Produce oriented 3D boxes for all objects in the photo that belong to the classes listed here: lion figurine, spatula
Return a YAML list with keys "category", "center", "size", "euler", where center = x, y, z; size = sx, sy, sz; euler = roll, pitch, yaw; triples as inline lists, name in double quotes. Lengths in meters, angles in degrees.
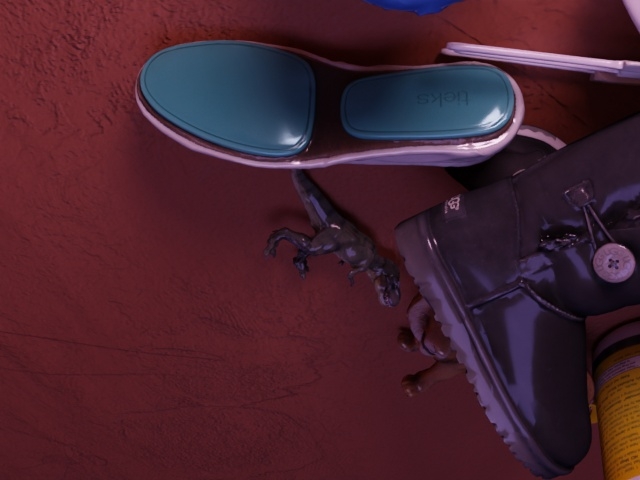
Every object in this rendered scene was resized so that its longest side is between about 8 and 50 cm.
- category: "lion figurine"
  center: [0.261, 0.166, 1.295]
  size: [0.392, 0.142, 0.240]
  euler: [22, 141, -25]
- category: "spatula"
  center: [0.237, -0.167, 0.901]
  size: [0.241, 0.168, 0.019]
  euler: [6, 100, 3]

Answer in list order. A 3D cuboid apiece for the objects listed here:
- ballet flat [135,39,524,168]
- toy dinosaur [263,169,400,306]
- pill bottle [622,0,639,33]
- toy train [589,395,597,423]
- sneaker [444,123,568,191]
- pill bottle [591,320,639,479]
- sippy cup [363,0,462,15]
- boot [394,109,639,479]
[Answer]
- category: "ballet flat"
  center: [0.009, -0.125, 0.983]
  size: [0.400, 0.139, 0.139]
  euler: [4, 141, 8]
- category: "toy dinosaur"
  center: [0.000, 0.000, 1.187]
  size: [0.118, 0.064, 0.268]
  euler: [-24, 130, 24]
- category: "pill bottle"
  center: [0.367, -0.249, 0.775]
  size: [0.221, 0.121, 0.121]
  euler: [-25, 132, 33]
- category: "toy train"
  center: [0.375, 0.238, 1.440]
  size: [0.125, 0.046, 0.166]
  euler: [33, 144, -3]
- category: "sneaker"
  center: [0.266, -0.031, 1.055]
  size: [0.283, 0.124, 0.107]
  euler: [23, 138, -19]
- category: "pill bottle"
  center: [0.473, 0.288, 1.253]
  size: [0.187, 0.334, 0.188]
  euler: [4, 141, 3]
- category: "sippy cup"
  center: [0.071, -0.295, 0.679]
  size: [0.305, 0.224, 0.240]
  euler: [-9, 139, 18]
- category: "boot"
  center: [0.354, 0.040, 0.946]
  size: [0.445, 0.146, 0.367]
  euler: [-26, 112, 22]
